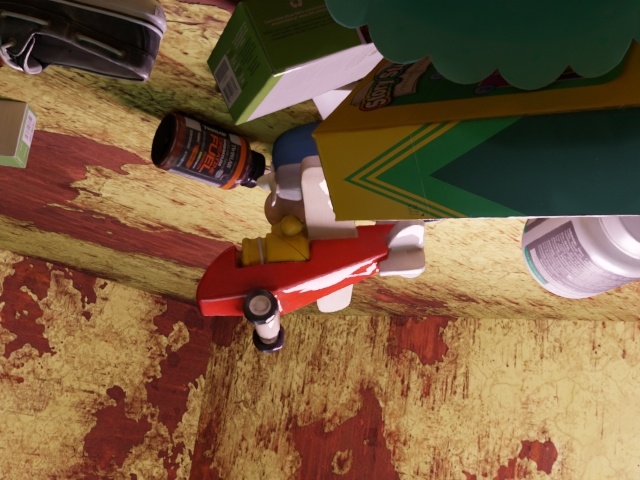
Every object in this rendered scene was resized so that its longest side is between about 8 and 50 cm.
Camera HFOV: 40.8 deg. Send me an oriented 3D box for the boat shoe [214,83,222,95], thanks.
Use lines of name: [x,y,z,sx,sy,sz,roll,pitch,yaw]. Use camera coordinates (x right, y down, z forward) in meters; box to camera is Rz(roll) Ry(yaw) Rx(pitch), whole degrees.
boat shoe: [-0.121,-0.237,1.289,0.045,0.050,0.135,8,168,-25]

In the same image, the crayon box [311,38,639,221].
crayon box: [0.210,-0.153,0.844,0.313,0.363,0.106,-1,122,31]

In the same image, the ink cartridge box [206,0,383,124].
ink cartridge box: [0.006,-0.254,1.091,0.255,0.097,0.189,-24,178,-22]

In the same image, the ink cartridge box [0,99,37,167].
ink cartridge box: [-0.643,-0.207,1.590,0.209,0.109,0.062,8,166,1]

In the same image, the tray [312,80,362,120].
tray: [0.126,-0.208,1.311,0.270,0.030,0.145,4,167,14]

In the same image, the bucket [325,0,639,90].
bucket: [0.137,-0.265,0.635,0.281,0.183,0.281,13,154,6]

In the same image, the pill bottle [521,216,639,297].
pill bottle: [0.502,-0.024,1.486,0.204,0.204,0.361,9,167,-6]

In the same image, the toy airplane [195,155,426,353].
toy airplane: [0.000,0.000,1.542,0.384,0.272,0.386,7,134,-45]

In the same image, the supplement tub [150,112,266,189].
supplement tub: [-0.198,-0.154,1.562,0.198,0.106,0.106,16,164,-34]

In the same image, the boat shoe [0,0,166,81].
boat shoe: [-0.373,-0.278,1.117,0.335,0.119,0.121,7,167,1]

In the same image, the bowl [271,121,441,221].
bowl: [0.098,-0.115,1.615,0.391,0.077,0.391,8,167,2]

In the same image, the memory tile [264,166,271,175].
memory tile: [-0.082,-0.125,1.810,0.148,0.012,0.113,14,165,-23]

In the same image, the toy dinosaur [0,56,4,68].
toy dinosaur: [-0.527,-0.290,1.334,0.082,0.047,0.090,-5,166,-38]
